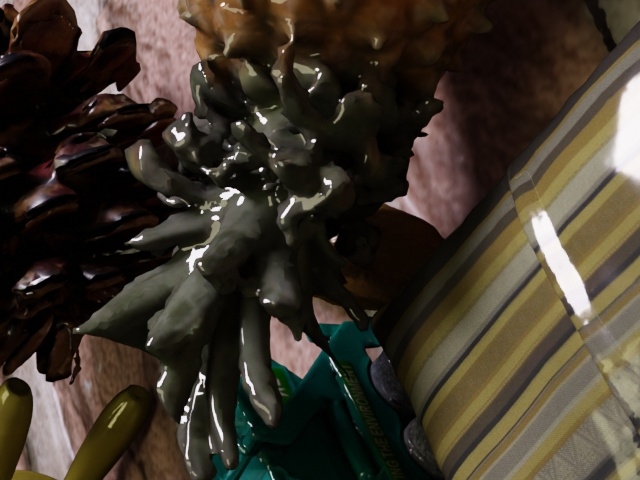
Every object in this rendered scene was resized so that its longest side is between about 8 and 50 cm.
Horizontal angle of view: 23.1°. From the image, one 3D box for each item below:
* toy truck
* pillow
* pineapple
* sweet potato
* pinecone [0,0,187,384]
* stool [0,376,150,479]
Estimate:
[{"bbox_3d":[0.014,0.136,0.678,0.110,0.116,0.216,-60,41,33],"label":"toy truck"},{"bbox_3d":[0.114,0.044,0.588,0.208,0.052,0.212,-52,45,31],"label":"pillow"},{"bbox_3d":[-0.004,-0.065,0.662,0.169,0.169,0.340,1,77,57],"label":"pineapple"},{"bbox_3d":[0.000,0.000,0.767,0.206,0.068,0.060,5,54,53],"label":"sweet potato"},{"bbox_3d":[-0.169,-0.024,0.916,0.221,0.221,0.221,-12,76,56],"label":"pinecone"},{"bbox_3d":[-0.156,0.156,0.949,0.135,0.134,0.110,35,124,2],"label":"stool"}]
